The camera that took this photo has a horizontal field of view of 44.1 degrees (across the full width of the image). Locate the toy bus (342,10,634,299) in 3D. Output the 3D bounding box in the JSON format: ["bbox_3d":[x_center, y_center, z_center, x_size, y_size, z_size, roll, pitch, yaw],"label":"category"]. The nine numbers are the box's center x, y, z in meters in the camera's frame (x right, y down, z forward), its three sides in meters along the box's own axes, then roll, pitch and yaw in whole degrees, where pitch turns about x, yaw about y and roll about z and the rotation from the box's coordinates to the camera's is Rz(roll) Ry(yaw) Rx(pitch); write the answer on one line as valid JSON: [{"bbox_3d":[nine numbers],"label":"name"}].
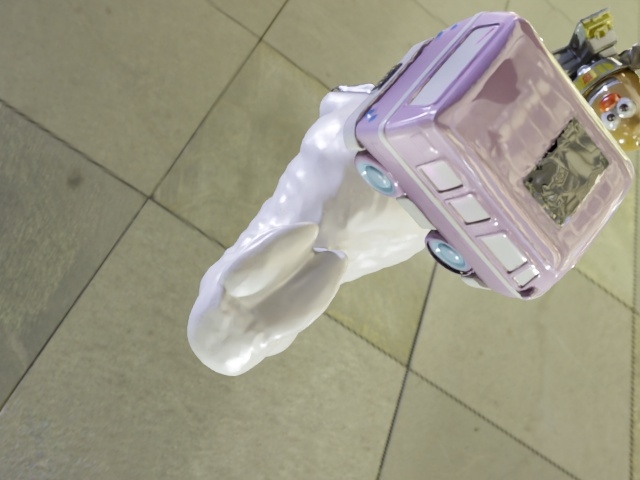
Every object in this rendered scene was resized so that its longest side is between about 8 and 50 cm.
[{"bbox_3d":[0.135,-0.057,0.613,0.202,0.142,0.142,46,71,-20],"label":"toy bus"}]

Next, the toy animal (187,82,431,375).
[{"bbox_3d":[0.000,0.000,0.876,0.194,0.258,0.357,49,66,-20],"label":"toy animal"}]

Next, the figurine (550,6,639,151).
[{"bbox_3d":[0.606,-0.314,1.676,0.167,0.342,0.284,-16,68,-35],"label":"figurine"}]
